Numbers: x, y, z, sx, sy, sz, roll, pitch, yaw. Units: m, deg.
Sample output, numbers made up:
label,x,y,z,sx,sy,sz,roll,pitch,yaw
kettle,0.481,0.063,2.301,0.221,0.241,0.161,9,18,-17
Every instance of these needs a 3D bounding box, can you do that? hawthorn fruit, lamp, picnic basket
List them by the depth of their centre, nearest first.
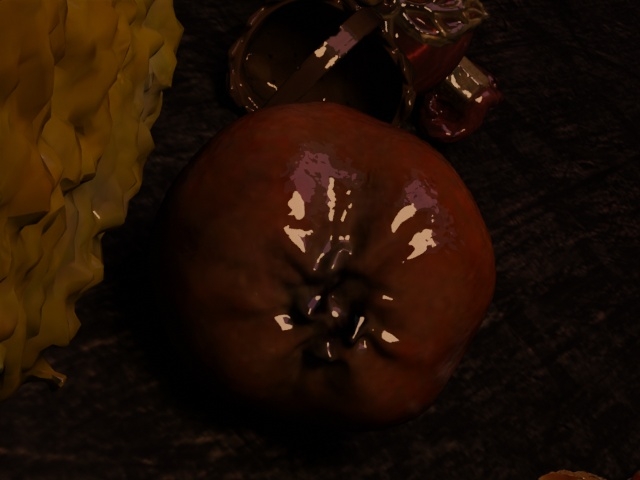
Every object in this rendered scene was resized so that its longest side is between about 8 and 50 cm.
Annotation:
label,x,y,z,sx,sy,sz,roll,pitch,yaw
hawthorn fruit,0.000,0.000,1.003,0.199,0.199,0.251,36,16,-15
picnic basket,0.000,-0.117,1.222,0.138,0.128,0.178,40,9,-2
lamp,0.069,-0.182,1.394,0.215,0.151,0.223,48,22,1

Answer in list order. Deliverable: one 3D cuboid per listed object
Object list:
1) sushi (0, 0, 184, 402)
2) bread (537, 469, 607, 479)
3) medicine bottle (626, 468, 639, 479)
label,x,y,z,sx,sy,sz,roll,pitch,yaw
sushi,-0.236,-0.102,0.561,0.351,0.396,0.240,8,39,8
bread,0.159,0.194,1.045,0.083,0.076,0.070,24,28,-36
medicine bottle,0.267,0.173,1.217,0.057,0.089,0.057,33,29,-21
